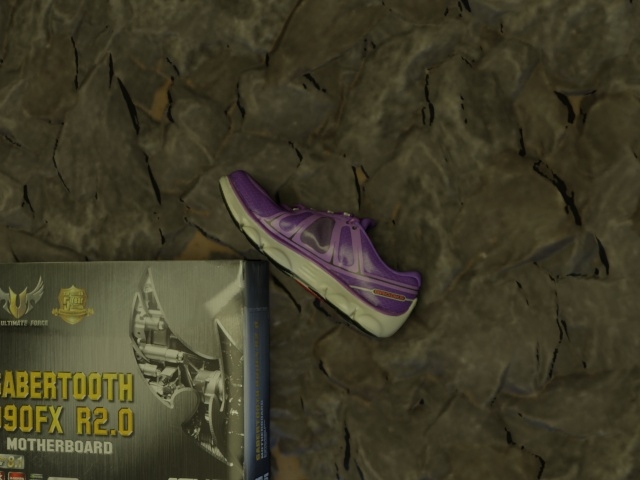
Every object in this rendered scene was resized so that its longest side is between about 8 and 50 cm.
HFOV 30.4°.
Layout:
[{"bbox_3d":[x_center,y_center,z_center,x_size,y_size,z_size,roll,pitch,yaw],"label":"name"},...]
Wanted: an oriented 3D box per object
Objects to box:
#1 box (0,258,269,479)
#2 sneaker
[{"bbox_3d":[-0.153,0.106,0.900,0.231,0.056,0.183,0,89,18],"label":"box"},{"bbox_3d":[0.000,0.000,0.859,0.170,0.068,0.071,37,85,7],"label":"sneaker"}]
